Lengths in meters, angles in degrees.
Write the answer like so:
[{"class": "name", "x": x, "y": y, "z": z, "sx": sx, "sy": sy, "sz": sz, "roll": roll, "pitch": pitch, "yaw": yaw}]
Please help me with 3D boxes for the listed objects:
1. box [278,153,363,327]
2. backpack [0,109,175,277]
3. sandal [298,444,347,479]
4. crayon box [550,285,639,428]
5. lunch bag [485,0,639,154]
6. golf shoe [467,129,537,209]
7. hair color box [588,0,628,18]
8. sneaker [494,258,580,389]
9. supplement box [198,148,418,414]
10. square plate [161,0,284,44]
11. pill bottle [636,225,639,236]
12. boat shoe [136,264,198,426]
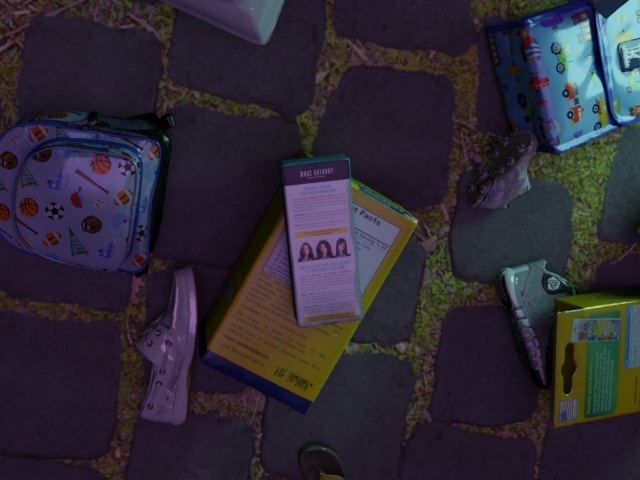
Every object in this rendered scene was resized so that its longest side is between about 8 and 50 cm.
[{"class": "box", "x": 0.000, "y": 0.000, "z": 1.549, "sx": 0.100, "sy": 0.060, "sz": 0.244, "roll": -6, "pitch": 102, "yaw": -7}, {"class": "backpack", "x": -0.379, "y": -0.076, "z": 1.619, "sx": 0.263, "sy": 0.213, "sz": 0.277, "roll": 11, "pitch": 102, "yaw": 1}, {"class": "sandal", "x": 0.018, "y": 0.439, "z": 1.842, "sx": 0.072, "sy": 0.049, "sz": 0.180, "roll": -21, "pitch": 103, "yaw": -3}, {"class": "crayon box", "x": 0.509, "y": 0.191, "z": 1.799, "sx": 0.322, "sy": 0.083, "sz": 0.203, "roll": -5, "pitch": 102, "yaw": -25}, {"class": "lunch bag", "x": 0.451, "y": -0.290, "z": 1.736, "sx": 0.293, "sy": 0.138, "sz": 0.221, "roll": -20, "pitch": 102, "yaw": -16}, {"class": "golf shoe", "x": 0.320, "y": -0.115, "z": 1.743, "sx": 0.086, "sy": 0.069, "sz": 0.176, "roll": 14, "pitch": 140, "yaw": -21}, {"class": "hair color box", "x": 0.394, "y": -0.550, "z": 1.615, "sx": 0.185, "sy": 0.113, "sz": 0.374, "roll": -42, "pitch": 90, "yaw": -7}, {"class": "sneaker", "x": 0.398, "y": 0.139, "z": 1.818, "sx": 0.132, "sy": 0.086, "sz": 0.229, "roll": -21, "pitch": 102, "yaw": -6}, {"class": "supplement box", "x": -0.029, "y": 0.060, "z": 1.689, "sx": 0.194, "sy": 0.195, "sz": 0.357, "roll": 29, "pitch": 97, "yaw": -12}, {"class": "square plate", "x": -0.172, "y": -0.504, "z": 1.509, "sx": 0.347, "sy": 0.049, "sz": 0.344, "roll": 21, "pitch": 99, "yaw": -11}, {"class": "pill bottle", "x": 0.686, "y": -0.074, "z": 1.774, "sx": 0.161, "sy": 0.161, "sz": 0.283, "roll": 42, "pitch": 93, "yaw": -13}, {"class": "boat shoe", "x": -0.255, "y": 0.174, "z": 1.730, "sx": 0.096, "sy": 0.098, "sz": 0.277, "roll": 5, "pitch": 101, "yaw": -9}]
